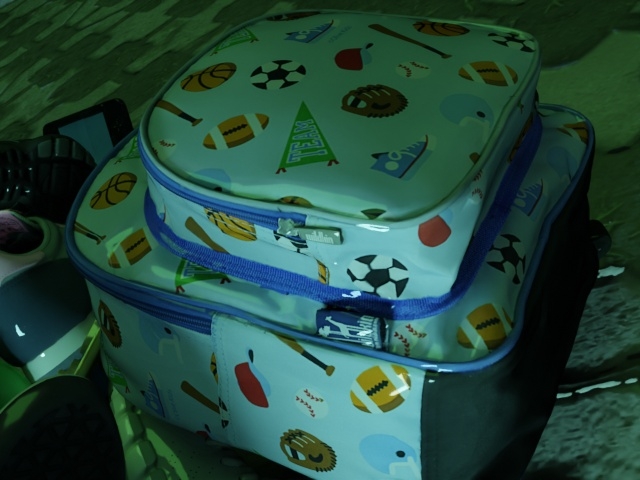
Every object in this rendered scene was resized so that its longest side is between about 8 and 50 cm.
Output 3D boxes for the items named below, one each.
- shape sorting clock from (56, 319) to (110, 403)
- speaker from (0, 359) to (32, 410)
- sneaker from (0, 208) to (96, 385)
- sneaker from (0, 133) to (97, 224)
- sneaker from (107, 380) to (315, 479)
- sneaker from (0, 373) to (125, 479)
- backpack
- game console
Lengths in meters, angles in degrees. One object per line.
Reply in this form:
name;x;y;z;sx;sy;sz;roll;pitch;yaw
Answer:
shape sorting clock;-0.166;0.103;0.731;0.206;0.040;0.206;-157;90;-84
speaker;-0.363;0.177;0.832;0.297;0.131;0.131;-17;31;28
sneaker;-0.239;0.011;0.935;0.112;0.131;0.319;-39;15;5
sneaker;-0.340;-0.069;1.095;0.106;0.101;0.267;5;0;28
sneaker;-0.038;0.138;0.586;0.132;0.086;0.228;-23;48;2
sneaker;-0.171;0.147;0.577;0.084;0.234;0.097;-12;45;-34
backpack;0.000;0.000;0.561;0.264;0.213;0.276;4;32;26
game console;-0.296;-0.093;1.258;0.144;0.124;0.085;-13;7;33
